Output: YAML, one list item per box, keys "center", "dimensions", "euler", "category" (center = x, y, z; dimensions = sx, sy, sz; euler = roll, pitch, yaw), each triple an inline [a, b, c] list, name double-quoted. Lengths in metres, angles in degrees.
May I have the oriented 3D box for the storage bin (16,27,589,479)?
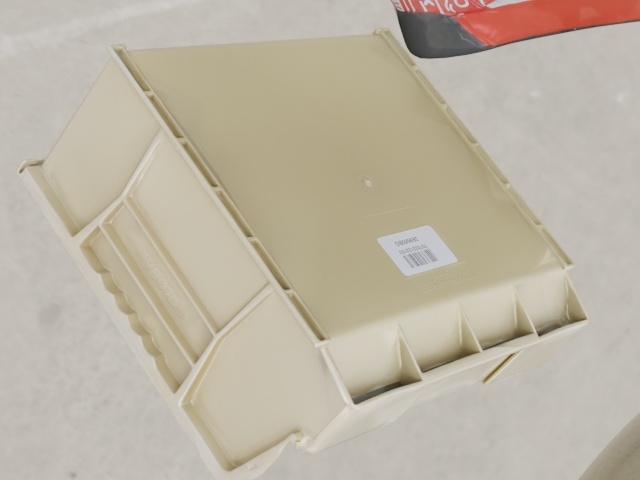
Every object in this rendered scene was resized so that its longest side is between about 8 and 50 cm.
- center: [0.000, 0.000, 0.883]
  dimensions: [0.262, 0.260, 0.123]
  euler: [-12, 150, -48]
  category: "storage bin"

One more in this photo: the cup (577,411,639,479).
- center: [0.302, 0.298, 1.148]
  dimensions: [0.237, 0.331, 0.331]
  euler: [-32, 136, 13]
  category: "cup"

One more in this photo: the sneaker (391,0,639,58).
- center: [0.140, -0.187, 0.700]
  dimensions: [0.090, 0.270, 0.145]
  euler: [-50, 124, -50]
  category: "sneaker"
